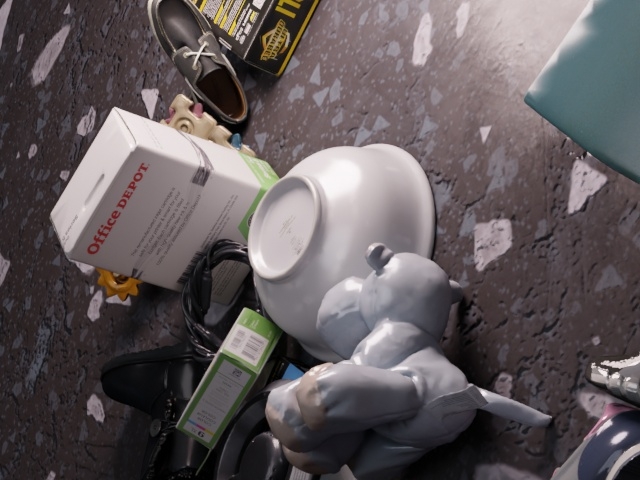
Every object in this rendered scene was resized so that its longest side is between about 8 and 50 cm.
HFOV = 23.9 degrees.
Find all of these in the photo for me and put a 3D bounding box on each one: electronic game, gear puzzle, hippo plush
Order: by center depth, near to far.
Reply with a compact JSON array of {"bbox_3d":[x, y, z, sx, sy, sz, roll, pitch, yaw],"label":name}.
[{"bbox_3d":[0.065,0.119,1.715,0.294,0.234,0.236,-29,51,39],"label":"hippo plush"},{"bbox_3d":[-0.066,0.285,1.896,0.229,0.048,0.229,-37,41,42],"label":"electronic game"},{"bbox_3d":[-0.230,-0.042,2.298,0.175,0.044,0.339,39,109,14],"label":"gear puzzle"}]

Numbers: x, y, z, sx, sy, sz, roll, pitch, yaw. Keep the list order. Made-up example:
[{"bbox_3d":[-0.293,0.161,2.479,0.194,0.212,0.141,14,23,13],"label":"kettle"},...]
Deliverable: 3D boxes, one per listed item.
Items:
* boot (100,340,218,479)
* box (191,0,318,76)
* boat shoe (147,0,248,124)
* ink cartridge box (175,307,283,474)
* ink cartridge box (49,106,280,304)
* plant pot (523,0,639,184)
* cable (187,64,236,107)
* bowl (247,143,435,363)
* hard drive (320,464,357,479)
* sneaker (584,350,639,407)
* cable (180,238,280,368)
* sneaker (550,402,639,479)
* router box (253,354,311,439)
[{"bbox_3d":[-0.241,0.265,2.173,0.246,0.094,0.207,-17,57,41],"label":"boot"},{"bbox_3d":[-0.071,-0.441,2.290,0.322,0.079,0.257,-62,35,11],"label":"box"},{"bbox_3d":[-0.177,-0.273,2.245,0.084,0.233,0.079,-35,29,-14],"label":"boat shoe"},{"bbox_3d":[-0.132,0.202,2.015,0.209,0.062,0.109,-60,1,34],"label":"ink cartridge box"},{"bbox_3d":[-0.209,-0.044,2.120,0.198,0.273,0.115,-56,38,19],"label":"ink cartridge box"},{"bbox_3d":[0.363,-0.125,1.516,0.165,0.166,0.234,-56,46,19],"label":"plant pot"},{"bbox_3d":[-0.218,-0.150,2.378,0.139,0.072,0.287,22,83,48],"label":"cable"},{"bbox_3d":[0.000,0.000,1.948,0.298,0.134,0.297,-27,54,45],"label":"bowl"},{"bbox_3d":[0.045,0.258,1.865,0.094,0.022,0.135,31,99,54],"label":"hard drive"},{"bbox_3d":[0.372,0.112,1.466,0.229,0.086,0.132,14,81,44],"label":"sneaker"},{"bbox_3d":[-0.125,0.090,2.094,0.151,0.047,0.184,-17,79,27],"label":"cable"},{"bbox_3d":[0.251,0.306,1.525,0.319,0.112,0.131,-55,22,17],"label":"sneaker"},{"bbox_3d":[-0.041,0.255,1.958,0.133,0.046,0.179,31,100,53],"label":"router box"}]
